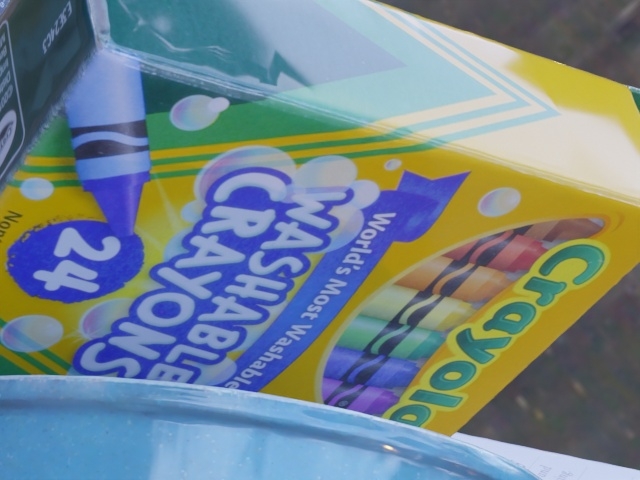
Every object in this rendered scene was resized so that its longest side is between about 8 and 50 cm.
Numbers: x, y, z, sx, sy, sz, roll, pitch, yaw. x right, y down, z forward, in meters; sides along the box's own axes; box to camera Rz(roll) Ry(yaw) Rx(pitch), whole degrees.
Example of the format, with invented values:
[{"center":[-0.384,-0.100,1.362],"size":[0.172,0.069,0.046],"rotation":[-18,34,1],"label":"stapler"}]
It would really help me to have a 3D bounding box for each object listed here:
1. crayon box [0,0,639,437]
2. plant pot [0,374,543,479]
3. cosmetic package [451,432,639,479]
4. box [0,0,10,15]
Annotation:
[{"center":[0.000,0.000,0.714],"size":[0.323,0.203,0.083],"rotation":[12,45,-33],"label":"crayon box"},{"center":[-0.055,0.209,0.627],"size":[0.272,0.272,0.255],"rotation":[26,63,-44],"label":"plant pot"},{"center":[0.114,0.389,1.621],"size":[0.394,0.327,0.329],"rotation":[10,16,21],"label":"cosmetic package"},{"center":[-0.319,-0.240,1.377],"size":[0.183,0.059,0.232],"rotation":[38,60,-48],"label":"box"}]
